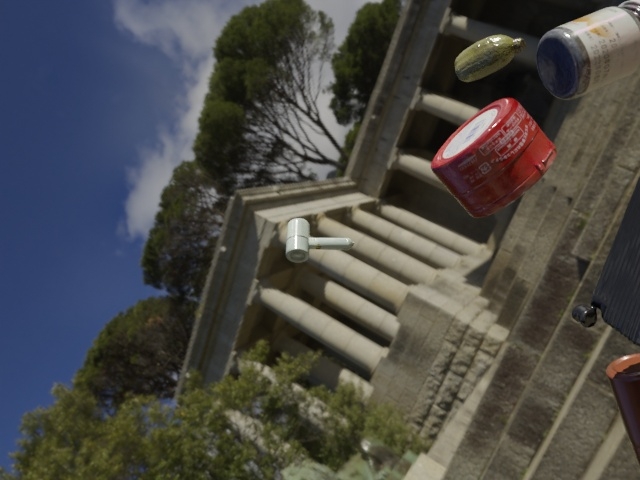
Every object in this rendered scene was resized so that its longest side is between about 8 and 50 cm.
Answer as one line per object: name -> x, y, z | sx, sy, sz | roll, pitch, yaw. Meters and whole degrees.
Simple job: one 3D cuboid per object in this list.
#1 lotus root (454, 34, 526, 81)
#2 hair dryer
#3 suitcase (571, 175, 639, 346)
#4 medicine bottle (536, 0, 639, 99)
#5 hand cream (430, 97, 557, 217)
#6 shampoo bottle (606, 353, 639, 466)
lotus root -> 0.426, -0.468, 1.523 | 0.077, 0.182, 0.091 | 3, -106, -52
hair dryer -> 0.000, 0.000, 1.206 | 0.047, 0.137, 0.082 | 91, -179, -52
suitcase -> 0.478, 0.005, 0.711 | 0.152, 0.230, 0.335 | 6, -70, -18
medicine bottle -> 0.644, -0.438, 1.354 | 0.273, 0.165, 0.165 | -25, -33, -9
hand cream -> 0.350, -0.171, 1.235 | 0.230, 0.149, 0.230 | -41, 12, 11
shampoo bottle -> 0.501, 0.293, 0.895 | 0.085, 0.085, 0.244 | -28, -78, -53
